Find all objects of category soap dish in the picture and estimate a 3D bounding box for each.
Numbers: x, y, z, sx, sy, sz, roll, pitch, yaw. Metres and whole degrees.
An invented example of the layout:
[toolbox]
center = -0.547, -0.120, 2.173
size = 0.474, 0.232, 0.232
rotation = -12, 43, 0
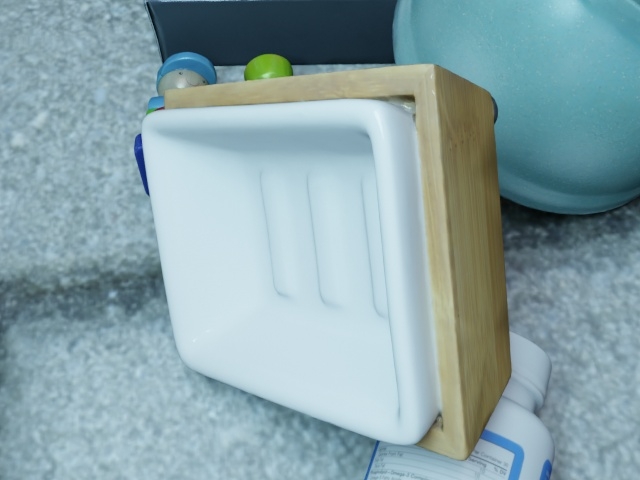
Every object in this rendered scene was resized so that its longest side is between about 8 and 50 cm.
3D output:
[soap dish]
center = 0.000, 0.000, 0.619
size = 0.118, 0.228, 0.291
rotation = -16, 15, -37

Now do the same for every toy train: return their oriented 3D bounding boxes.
[toy train]
center = -0.037, -0.113, 0.810
size = 0.248, 0.105, 0.143
rotation = -5, 48, 0

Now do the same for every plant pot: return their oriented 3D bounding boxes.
[plant pot]
center = 0.229, -0.192, 0.725
size = 0.293, 0.196, 0.292
rotation = 6, 69, -15

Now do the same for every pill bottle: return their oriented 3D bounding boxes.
[pill bottle]
center = 0.093, 0.175, 0.627
size = 0.124, 0.124, 0.221
rotation = 17, 63, 12

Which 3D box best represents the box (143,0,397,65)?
[box]
center = -0.029, -0.274, 0.889
size = 0.261, 0.103, 0.184
rotation = -1, 64, 2
